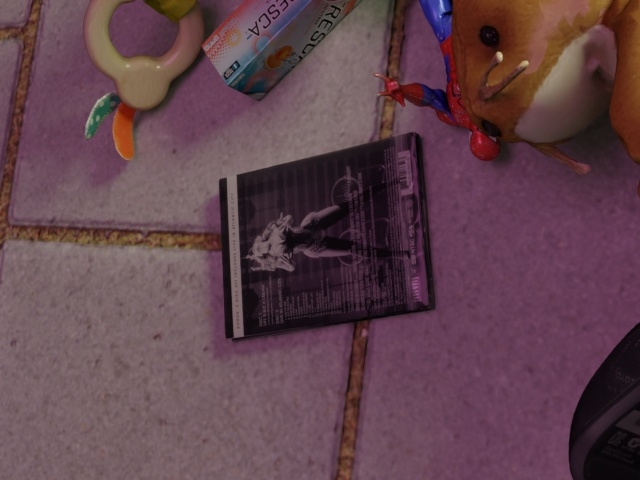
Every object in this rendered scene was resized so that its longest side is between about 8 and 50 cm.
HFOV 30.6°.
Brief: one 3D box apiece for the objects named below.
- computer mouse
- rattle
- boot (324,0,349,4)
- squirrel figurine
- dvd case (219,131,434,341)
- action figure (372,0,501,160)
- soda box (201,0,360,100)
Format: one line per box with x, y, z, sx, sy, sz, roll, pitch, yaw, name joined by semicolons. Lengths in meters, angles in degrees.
0.284;0.089;0.843;0.272;0.188;0.072;-50;27;27;computer mouse
-0.207;-0.207;1.252;0.143;0.130;0.199;44;130;42;rattle
-0.041;-0.327;1.020;0.088;0.176;0.244;-18;83;38;boot
0.282;-0.206;0.847;0.370;0.281;0.397;10;79;41;squirrel figurine
0.000;0.000;1.103;0.221;0.018;0.164;-11;75;29;dvd case
0.103;-0.206;1.018;0.091;0.139;0.280;-21;72;28;action figure
-0.028;-0.225;1.146;0.183;0.058;0.063;-42;61;18;soda box
